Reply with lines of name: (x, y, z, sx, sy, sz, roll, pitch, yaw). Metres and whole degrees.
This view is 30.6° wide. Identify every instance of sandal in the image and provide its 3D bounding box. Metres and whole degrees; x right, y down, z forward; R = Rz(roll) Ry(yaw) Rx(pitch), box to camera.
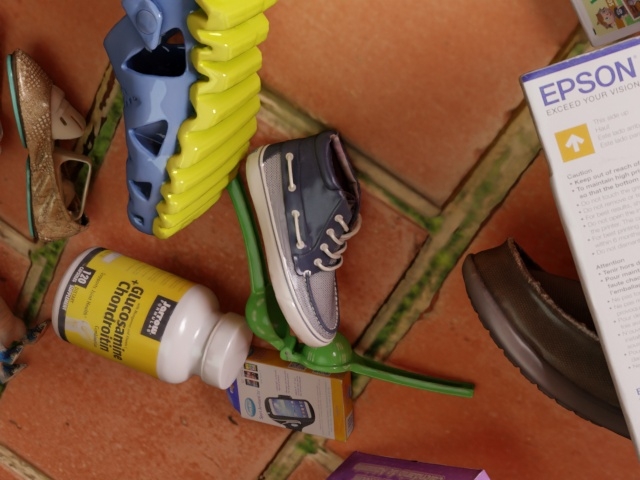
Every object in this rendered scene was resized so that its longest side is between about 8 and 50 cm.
sandal: (-0.125, -0.149, 0.998, 0.138, 0.126, 0.317, 24, 119, 16)

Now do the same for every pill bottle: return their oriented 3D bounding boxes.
pill bottle: (-0.165, 0.081, 1.166, 0.184, 0.103, 0.103, 19, 127, 14)

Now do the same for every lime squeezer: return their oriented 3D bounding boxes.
lime squeezer: (0.001, 0.074, 1.124, 0.310, 0.059, 0.110, 42, 97, -3)

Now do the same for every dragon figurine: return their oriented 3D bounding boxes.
dragon figurine: (-0.399, 0.106, 1.310, 0.144, 0.085, 0.289, 37, 128, 1)

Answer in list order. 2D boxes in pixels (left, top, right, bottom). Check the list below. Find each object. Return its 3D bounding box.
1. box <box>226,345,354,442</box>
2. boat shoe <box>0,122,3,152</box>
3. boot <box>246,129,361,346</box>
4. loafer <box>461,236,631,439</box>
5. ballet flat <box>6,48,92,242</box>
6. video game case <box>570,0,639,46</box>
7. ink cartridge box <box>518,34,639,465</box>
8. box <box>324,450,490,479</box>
box: (-0.033, 0.154, 1.197, 0.136, 0.028, 0.081, 11, 124, 23)
boat shoe: (-0.358, -0.104, 1.151, 0.084, 0.095, 0.258, 22, 128, 18)
boot: (0.000, 0.000, 1.038, 0.086, 0.069, 0.190, -13, 99, 29)
loafer: (0.280, 0.096, 0.958, 0.366, 0.134, 0.130, 33, 106, -8)
ballet flat: (-0.258, -0.092, 1.138, 0.067, 0.073, 0.206, -3, 126, -4)
video game case: (0.234, -0.259, 0.802, 0.193, 0.023, 0.212, -18, 112, 34)
ink cartridge box: (0.338, -0.017, 0.808, 0.324, 0.071, 0.330, -17, 104, 13)
box: (0.145, 0.346, 1.167, 0.201, 0.057, 0.293, -7, 119, 55)
